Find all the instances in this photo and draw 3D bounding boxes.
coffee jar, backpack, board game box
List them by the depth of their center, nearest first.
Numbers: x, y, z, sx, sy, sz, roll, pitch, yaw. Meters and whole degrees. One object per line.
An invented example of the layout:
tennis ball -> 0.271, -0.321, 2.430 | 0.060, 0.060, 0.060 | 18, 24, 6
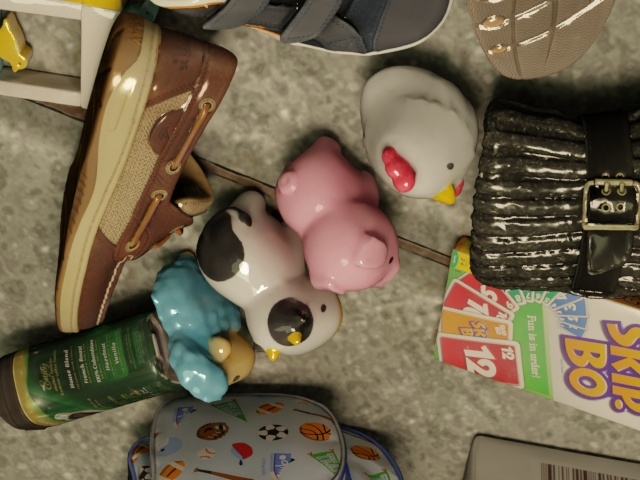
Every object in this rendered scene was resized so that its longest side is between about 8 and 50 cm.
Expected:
board game box -> 0.233, 0.091, 1.260 | 0.259, 0.039, 0.124 | 17, 124, 15
backpack -> -0.048, 0.265, 1.332 | 0.263, 0.276, 0.213 | 1, 124, -8
coffee jar -> -0.216, 0.124, 1.345 | 0.184, 0.096, 0.079 | -18, 78, 17

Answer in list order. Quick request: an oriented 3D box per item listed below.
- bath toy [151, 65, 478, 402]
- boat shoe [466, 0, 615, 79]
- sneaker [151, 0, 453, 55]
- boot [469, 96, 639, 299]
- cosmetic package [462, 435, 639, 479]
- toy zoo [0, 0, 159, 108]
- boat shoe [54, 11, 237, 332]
bath toy -> 0.000, 0.000, 1.209 | 0.151, 0.129, 0.348 | 39, 122, -15
boat shoe -> 0.157, -0.277, 1.040 | 0.123, 0.116, 0.324 | -3, 122, 1
sneaker -> -0.046, -0.213, 1.081 | 0.321, 0.127, 0.126 | 16, 110, -10
boot -> 0.259, -0.099, 1.128 | 0.260, 0.131, 0.348 | 14, 109, 15
cosmetic package -> 0.221, 0.434, 1.441 | 0.230, 0.161, 0.453 | 9, 123, 2
toy zoo -> -0.279, -0.214, 1.184 | 0.293, 0.030, 0.192 | 8, 122, 2
boat shoe -> -0.152, -0.040, 1.220 | 0.123, 0.123, 0.342 | 10, 130, -15
